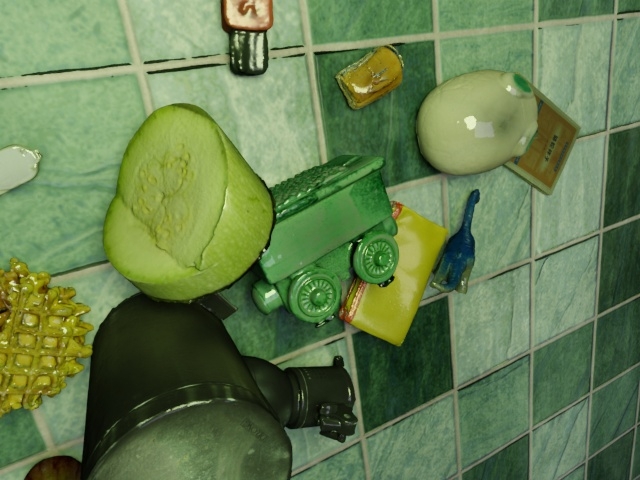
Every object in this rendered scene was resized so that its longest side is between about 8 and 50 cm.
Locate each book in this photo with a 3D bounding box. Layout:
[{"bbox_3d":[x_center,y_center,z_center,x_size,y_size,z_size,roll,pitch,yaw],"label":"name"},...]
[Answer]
[{"bbox_3d":[0.447,-0.215,0.934,0.242,0.018,0.170,21,93,-30],"label":"book"}]

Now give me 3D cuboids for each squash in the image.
[{"bbox_3d":[-0.173,-0.035,0.535,0.220,0.220,0.133,-51,152,-7],"label":"squash"}]

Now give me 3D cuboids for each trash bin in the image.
[{"bbox_3d":[-0.184,0.203,0.556,0.252,0.301,0.203,-44,119,-7],"label":"trash bin"}]

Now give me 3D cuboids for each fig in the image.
[{"bbox_3d":[-0.360,0.354,0.604,0.089,0.125,0.088,-5,100,-26],"label":"fig"}]

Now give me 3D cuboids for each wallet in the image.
[{"bbox_3d":[0.131,0.058,0.822,0.141,0.067,0.241,26,86,-26],"label":"wallet"}]

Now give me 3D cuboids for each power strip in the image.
[{"bbox_3d":[-0.419,-0.058,0.519,0.191,0.030,0.047,-32,117,-17],"label":"power strip"}]

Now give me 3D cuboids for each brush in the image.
[{"bbox_3d":[-0.100,-0.389,0.591,0.071,0.051,0.322,-4,108,-20],"label":"brush"}]

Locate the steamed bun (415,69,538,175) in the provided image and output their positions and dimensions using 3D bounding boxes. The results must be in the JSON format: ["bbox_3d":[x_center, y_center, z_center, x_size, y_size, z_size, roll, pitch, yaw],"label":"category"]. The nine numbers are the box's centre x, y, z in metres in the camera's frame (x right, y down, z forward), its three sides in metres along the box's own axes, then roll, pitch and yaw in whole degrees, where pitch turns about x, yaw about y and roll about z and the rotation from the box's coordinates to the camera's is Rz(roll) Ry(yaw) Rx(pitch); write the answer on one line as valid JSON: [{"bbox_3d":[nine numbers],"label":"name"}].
[{"bbox_3d":[0.288,-0.208,0.783,0.228,0.131,0.177,-18,106,-17],"label":"steamed bun"}]

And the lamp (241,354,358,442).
[{"bbox_3d":[-0.032,0.260,0.725,0.228,0.172,0.146,6,99,-27],"label":"lamp"}]

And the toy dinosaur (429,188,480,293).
[{"bbox_3d":[0.256,0.001,0.812,0.248,0.075,0.188,-18,124,-65],"label":"toy dinosaur"}]

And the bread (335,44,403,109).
[{"bbox_3d":[0.084,-0.262,0.715,0.106,0.053,0.072,-34,113,-10],"label":"bread"}]

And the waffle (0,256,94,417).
[{"bbox_3d":[-0.395,0.125,0.550,0.197,0.070,0.193,42,87,-26],"label":"waffle"}]

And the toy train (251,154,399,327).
[{"bbox_3d":[0.000,0.000,0.687,0.266,0.145,0.201,-30,112,-18],"label":"toy train"}]
